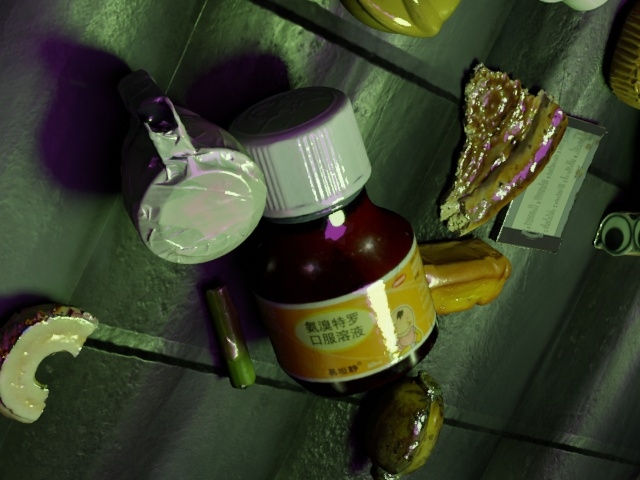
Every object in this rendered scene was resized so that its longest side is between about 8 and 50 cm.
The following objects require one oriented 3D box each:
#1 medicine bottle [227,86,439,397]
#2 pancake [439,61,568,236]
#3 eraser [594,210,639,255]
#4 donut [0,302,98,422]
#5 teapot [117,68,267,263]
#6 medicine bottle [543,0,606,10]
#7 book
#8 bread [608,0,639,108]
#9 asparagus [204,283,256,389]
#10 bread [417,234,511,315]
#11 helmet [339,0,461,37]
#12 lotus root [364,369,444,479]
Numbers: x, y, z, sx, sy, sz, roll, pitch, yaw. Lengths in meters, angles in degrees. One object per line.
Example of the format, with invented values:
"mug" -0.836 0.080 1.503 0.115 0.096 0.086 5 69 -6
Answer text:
"medicine bottle" 0.000 0.000 1.667 0.242 0.242 0.395 -33 117 -21
"pancake" 0.268 -0.156 1.909 0.266 0.057 0.244 -41 131 -13
"eraser" 0.651 -0.004 2.235 0.290 0.171 0.087 3 90 -40
"donut" -0.363 0.140 1.548 0.166 0.065 0.108 -55 134 -1
"teapot" -0.187 -0.090 1.499 0.163 0.178 0.221 -48 132 9
"medicine bottle" 0.311 -0.434 1.758 0.296 0.111 0.161 26 95 -45
"book" 0.376 -0.095 2.056 0.157 0.026 0.231 10 105 -39
"bread" 0.556 -0.307 2.032 0.199 0.104 0.199 -23 130 -32
"asparagus" -0.129 0.132 1.754 0.045 0.041 0.178 -47 134 -43
"bread" 0.193 0.061 1.943 0.245 0.094 0.102 -6 122 -37
"helmet" 0.107 -0.326 1.564 0.257 0.205 0.140 20 56 -50
"lotus root" 0.133 0.307 2.012 0.120 0.120 0.209 12 106 -42
